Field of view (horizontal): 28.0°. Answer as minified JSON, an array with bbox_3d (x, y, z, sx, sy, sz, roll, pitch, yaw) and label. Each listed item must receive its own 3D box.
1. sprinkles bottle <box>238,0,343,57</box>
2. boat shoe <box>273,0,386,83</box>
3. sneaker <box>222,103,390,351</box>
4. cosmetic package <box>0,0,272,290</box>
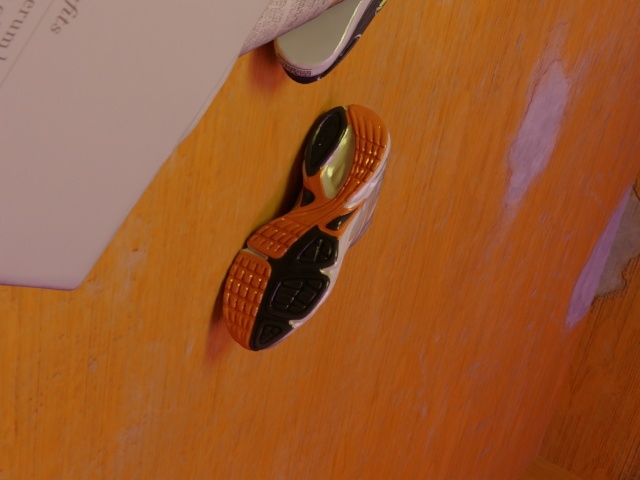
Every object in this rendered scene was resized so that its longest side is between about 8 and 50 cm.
[{"bbox_3d":[-0.055,-0.196,0.908,0.355,0.121,0.121,-37,146,-47],"label":"sprinkles bottle"},{"bbox_3d":[0.034,-0.233,1.129,0.228,0.080,0.076,-62,175,-11],"label":"boat shoe"},{"bbox_3d":[0.000,0.000,1.284,0.262,0.099,0.121,-59,162,-7],"label":"sneaker"},{"bbox_3d":[-0.219,-0.129,0.433,0.230,0.161,0.453,-54,151,15],"label":"cosmetic package"}]
